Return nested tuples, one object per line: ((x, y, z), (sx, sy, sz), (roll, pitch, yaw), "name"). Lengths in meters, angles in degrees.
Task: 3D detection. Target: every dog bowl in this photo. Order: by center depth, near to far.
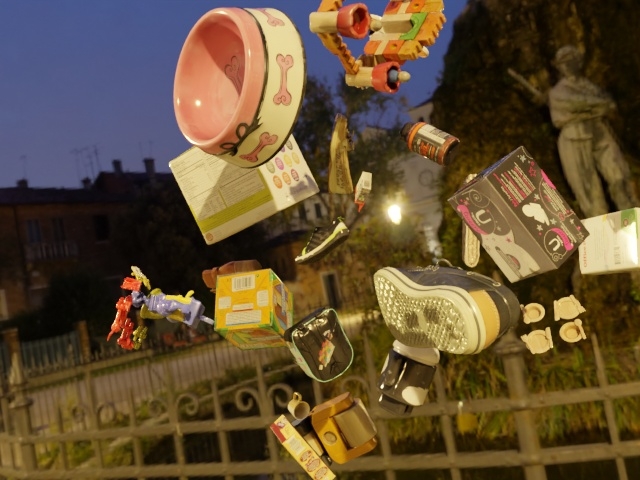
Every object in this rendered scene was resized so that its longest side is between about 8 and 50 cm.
((-0.220, -0.391, 1.555), (0.150, 0.408, 0.407), (2, -12, -42), "dog bowl")

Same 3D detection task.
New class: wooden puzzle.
((0.013, 0.247, 1.375), (0.006, 0.083, 0.049), (18, 5, -23), "wooden puzzle")

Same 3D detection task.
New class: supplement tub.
((0.365, -0.334, 2.104), (0.197, 0.106, 0.106), (33, 23, 32), "supplement tub")

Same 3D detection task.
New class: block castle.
((0.195, -0.654, 1.696), (0.212, 0.454, 0.303), (13, -21, 38), "block castle")

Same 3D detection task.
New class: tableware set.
((0.589, 0.211, 1.579), (0.168, 0.141, 0.020), (-18, -43, 19), "tableware set")

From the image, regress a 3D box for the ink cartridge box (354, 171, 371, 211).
((0.120, -0.142, 1.831), (0.029, 0.063, 0.115), (12, -35, -9), "ink cartridge box")

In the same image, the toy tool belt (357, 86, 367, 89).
((0.156, -0.539, 2.117), (0.052, 0.083, 0.051), (20, -22, 42), "toy tool belt")

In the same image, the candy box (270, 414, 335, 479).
((-0.048, 0.560, 1.651), (0.053, 0.187, 0.109), (-42, 20, -11), "candy box")

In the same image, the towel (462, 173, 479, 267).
((0.472, -0.062, 1.943), (0.049, 0.283, 0.187), (1, 2, 10), "towel")

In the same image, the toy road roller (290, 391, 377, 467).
((0.050, 0.680, 2.285), (0.329, 0.203, 0.240), (-30, 1, 18), "toy road roller")

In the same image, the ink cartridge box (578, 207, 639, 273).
((0.798, 0.008, 1.666), (0.093, 0.155, 0.212), (3, -9, -19), "ink cartridge box")

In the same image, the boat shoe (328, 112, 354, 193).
((0.077, -0.295, 2.125), (0.089, 0.285, 0.105), (5, 31, 3), "boat shoe")

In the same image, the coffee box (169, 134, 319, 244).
((-0.273, -0.232, 2.280), (0.338, 0.335, 0.337), (-24, 4, 28), "coffee box")

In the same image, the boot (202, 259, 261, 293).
((-0.298, 0.190, 2.340), (0.220, 0.109, 0.283), (-11, -44, 17), "boot")

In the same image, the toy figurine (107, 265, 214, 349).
((-0.383, 0.209, 1.612), (0.217, 0.191, 0.362), (14, -17, -1), "toy figurine")

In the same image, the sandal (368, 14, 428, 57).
((0.248, -0.683, 2.135), (0.265, 0.076, 0.102), (29, 0, -7), "sandal")

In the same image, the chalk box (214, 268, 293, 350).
((-0.187, 0.230, 1.914), (0.180, 0.179, 0.289), (-8, -27, 13), "chalk box")

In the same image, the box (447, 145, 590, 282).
((0.435, -0.052, 1.385), (0.142, 0.247, 0.163), (-37, 0, -26), "box")

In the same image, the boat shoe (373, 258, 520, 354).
((0.260, 0.143, 1.398), (0.155, 0.187, 0.500), (-16, 5, -18), "boat shoe")

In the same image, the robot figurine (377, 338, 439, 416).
((0.295, 0.454, 2.123), (0.173, 0.278, 0.209), (21, 0, -3), "robot figurine")

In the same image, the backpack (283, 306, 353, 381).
((-0.003, 0.308, 1.802), (0.165, 0.188, 0.144), (-32, 2, -23), "backpack")

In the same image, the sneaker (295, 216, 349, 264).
((0.000, 0.000, 2.238), (0.234, 0.097, 0.084), (-34, -21, 13), "sneaker")

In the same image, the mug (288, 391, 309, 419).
((-0.076, 0.563, 2.117), (0.062, 0.078, 0.064), (34, -12, -29), "mug")
